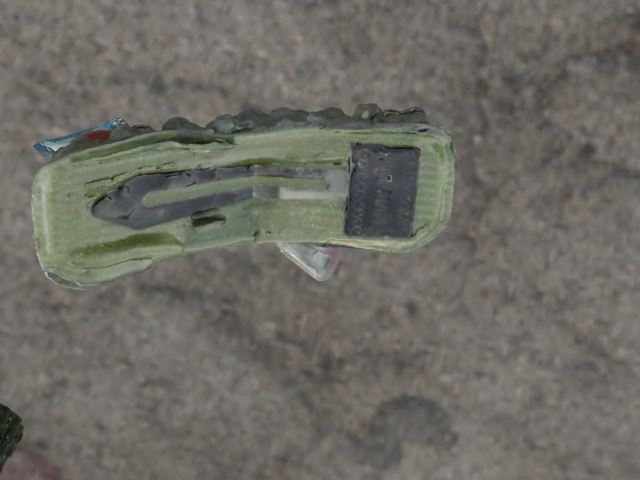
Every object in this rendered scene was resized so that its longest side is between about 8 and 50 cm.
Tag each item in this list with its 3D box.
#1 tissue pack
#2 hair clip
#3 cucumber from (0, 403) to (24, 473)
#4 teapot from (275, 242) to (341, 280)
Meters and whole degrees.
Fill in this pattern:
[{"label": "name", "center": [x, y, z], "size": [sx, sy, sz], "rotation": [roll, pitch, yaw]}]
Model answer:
[{"label": "tissue pack", "center": [-0.243, -0.098, 1.888], "size": [0.138, 0.028, 0.085], "rotation": [-14, 137, 33]}, {"label": "hair clip", "center": [-0.062, -0.047, 1.306], "size": [0.321, 0.091, 0.138], "rotation": [-5, 122, -12]}, {"label": "cucumber", "center": [-0.385, 0.261, 1.772], "size": [0.077, 0.265, 0.077], "rotation": [12, 134, 13]}, {"label": "teapot", "center": [0.000, 0.000, 1.622], "size": [0.064, 0.064, 0.083], "rotation": [38, 175, 19]}]
